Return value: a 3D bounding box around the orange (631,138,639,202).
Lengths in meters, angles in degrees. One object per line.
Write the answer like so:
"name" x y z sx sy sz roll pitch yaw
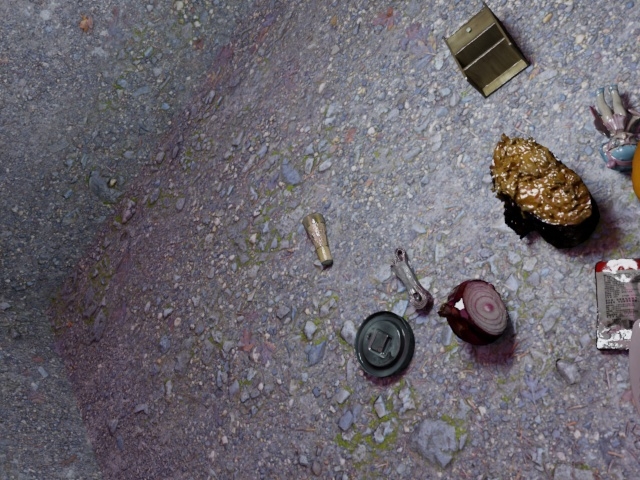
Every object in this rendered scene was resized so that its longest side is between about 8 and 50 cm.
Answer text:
"orange" 0.897 -0.201 1.592 0.274 0.274 0.310 33 124 43

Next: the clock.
"clock" 0.206 0.335 2.123 0.215 0.042 0.215 -15 66 37

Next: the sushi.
"sushi" 0.606 -0.124 1.838 0.234 0.207 0.348 -46 52 10

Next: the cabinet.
"cabinet" 0.527 -0.614 2.118 0.174 0.148 0.215 -36 53 26

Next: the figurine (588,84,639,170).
"figurine" 0.830 -0.308 1.797 0.205 0.103 0.260 -5 64 1

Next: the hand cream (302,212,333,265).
"hand cream" 0.000 0.000 2.407 0.084 0.084 0.203 -34 62 27

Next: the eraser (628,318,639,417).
"eraser" 0.822 0.302 1.582 0.204 0.059 0.243 -32 66 30

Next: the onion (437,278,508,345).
"onion" 0.413 0.210 1.877 0.140 0.218 0.195 -44 52 56

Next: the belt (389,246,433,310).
"belt" 0.289 0.128 2.120 0.071 0.053 0.232 -41 53 24

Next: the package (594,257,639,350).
"package" 0.785 0.164 1.691 0.154 0.030 0.239 -7 75 38
